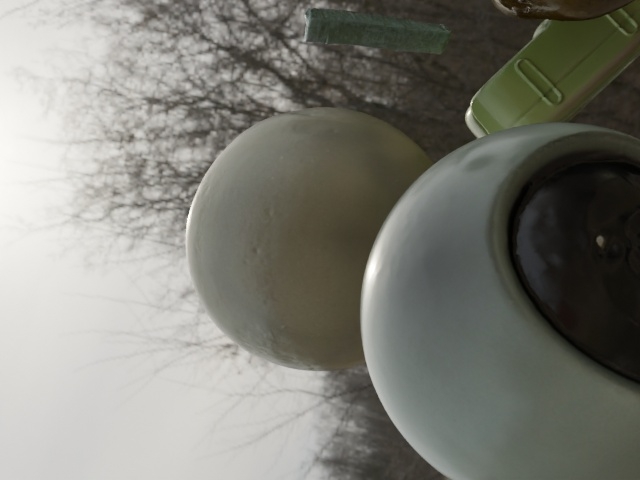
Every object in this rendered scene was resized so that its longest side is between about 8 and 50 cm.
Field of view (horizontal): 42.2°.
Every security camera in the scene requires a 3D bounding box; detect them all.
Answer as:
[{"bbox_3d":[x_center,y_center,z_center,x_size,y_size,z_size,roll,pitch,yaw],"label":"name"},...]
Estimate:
[{"bbox_3d":[0.124,0.045,0.427,0.236,0.194,0.195,25,-107,-39],"label":"security camera"}]

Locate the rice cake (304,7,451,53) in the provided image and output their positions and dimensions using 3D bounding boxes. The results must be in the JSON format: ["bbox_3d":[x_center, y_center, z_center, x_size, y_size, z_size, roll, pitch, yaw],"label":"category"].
[{"bbox_3d":[0.062,-0.228,0.907,0.029,0.170,0.033,-107,26,-43],"label":"rice cake"}]

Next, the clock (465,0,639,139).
[{"bbox_3d":[0.273,-0.182,0.999,0.235,0.096,0.308,-44,-7,-2],"label":"clock"}]

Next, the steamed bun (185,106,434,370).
[{"bbox_3d":[0.000,0.000,0.990,0.206,0.324,0.325,-113,34,-85],"label":"steamed bun"}]

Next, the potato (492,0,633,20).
[{"bbox_3d":[0.291,-0.311,0.690,0.195,0.369,0.177,11,-123,-45],"label":"potato"}]
